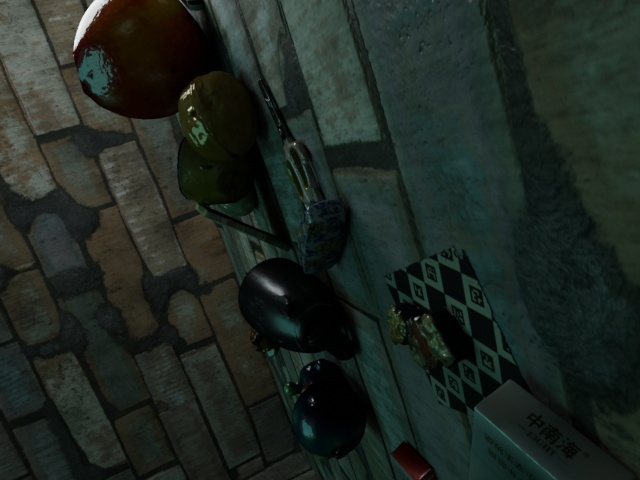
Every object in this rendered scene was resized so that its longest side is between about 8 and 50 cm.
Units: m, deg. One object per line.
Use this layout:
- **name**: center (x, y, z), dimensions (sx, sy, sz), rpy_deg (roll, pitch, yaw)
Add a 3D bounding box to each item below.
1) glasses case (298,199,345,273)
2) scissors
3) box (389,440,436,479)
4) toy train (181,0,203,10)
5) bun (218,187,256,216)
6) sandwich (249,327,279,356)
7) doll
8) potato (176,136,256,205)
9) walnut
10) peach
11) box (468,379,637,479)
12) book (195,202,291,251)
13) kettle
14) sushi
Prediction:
- **glasses case**: center (0.000, 0.000, 1.003), dimensions (0.248, 0.087, 0.065), rpy_deg (102, 147, -62)
- **scissors**: center (-0.074, -0.211, 1.078), dimensions (0.317, 0.024, 0.160), rpy_deg (66, 164, 8)
- **box**: center (0.222, 0.569, 1.093), dimensions (0.123, 0.050, 0.229), rpy_deg (21, 130, 66)
- **toy train**: center (-0.374, -0.687, 1.389), dimensions (0.207, 0.043, 0.047), rpy_deg (54, 155, 39)
- **bun**: center (-0.306, -0.177, 1.690), dimensions (0.212, 0.127, 0.204), rpy_deg (66, 162, 9)
- **sandwich**: center (-0.143, 0.230, 1.632), dimensions (0.250, 0.162, 0.300), rpy_deg (150, 129, -61)
- **doll**: center (0.013, 0.457, 1.369), dimensions (0.321, 0.199, 0.186), rpy_deg (-118, 27, -53)
- **potato**: center (-0.281, -0.223, 1.469), dimensions (0.299, 0.196, 0.246), rpy_deg (-80, -1, -61)
- **walnut**: center (-0.254, -0.308, 1.242), dimensions (0.193, 0.193, 0.225), rpy_deg (151, 103, -74)
- **peach**: center (-0.510, -0.520, 1.425), dimensions (0.388, 0.389, 0.388), rpy_deg (57, 161, 33)
- **box**: center (0.253, 0.300, 0.587), dimensions (0.155, 0.067, 0.242), rpy_deg (41, 150, 45)
- **book**: center (-0.234, -0.041, 1.483), dimensions (0.027, 0.264, 0.202), rpy_deg (-67, 24, 0)
- **kettle**: center (-0.036, 0.193, 1.243), dimensions (0.268, 0.207, 0.290), rpy_deg (44, 168, -32)
- **sushi**: center (0.170, 0.156, 0.727), dimensions (0.263, 0.050, 0.290), rpy_deg (67, 163, 4)
